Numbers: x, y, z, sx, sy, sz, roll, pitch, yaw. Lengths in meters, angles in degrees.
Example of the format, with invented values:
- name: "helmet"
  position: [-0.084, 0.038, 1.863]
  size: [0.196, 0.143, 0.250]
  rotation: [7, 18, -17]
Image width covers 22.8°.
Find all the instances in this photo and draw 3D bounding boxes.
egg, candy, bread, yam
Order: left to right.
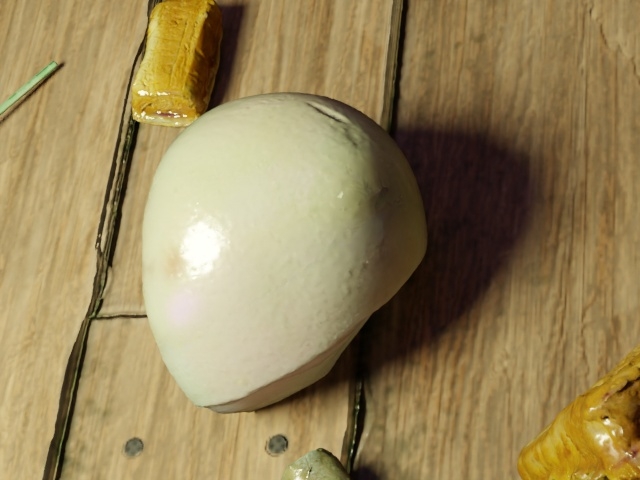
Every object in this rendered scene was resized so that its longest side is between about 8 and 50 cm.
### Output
- name: "candy"
  position: [-0.328, -0.108, 1.513]
  size: [0.201, 0.060, 0.060]
  rotation: [-42, 55, -18]
- name: "bread"
  position: [-0.132, -0.167, 1.475]
  size: [0.074, 0.053, 0.132]
  rotation: [-1, 58, 14]
- name: "egg"
  position: [-0.012, -0.008, 1.229]
  size: [0.161, 0.206, 0.271]
  rotation: [-6, 44, 43]
- name: "yam"
  position: [0.022, 0.217, 1.173]
  size: [0.054, 0.054, 0.132]
  rotation: [-35, 55, -5]
- name: "bread"
  position: [0.202, 0.123, 1.040]
  size: [0.139, 0.271, 0.077]
  rotation: [-36, 81, -11]
